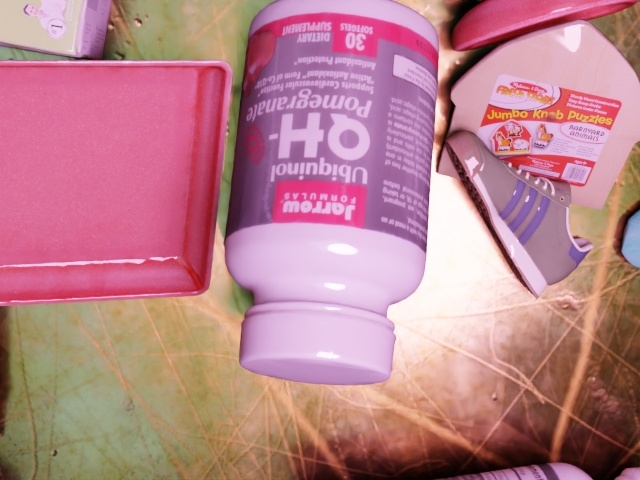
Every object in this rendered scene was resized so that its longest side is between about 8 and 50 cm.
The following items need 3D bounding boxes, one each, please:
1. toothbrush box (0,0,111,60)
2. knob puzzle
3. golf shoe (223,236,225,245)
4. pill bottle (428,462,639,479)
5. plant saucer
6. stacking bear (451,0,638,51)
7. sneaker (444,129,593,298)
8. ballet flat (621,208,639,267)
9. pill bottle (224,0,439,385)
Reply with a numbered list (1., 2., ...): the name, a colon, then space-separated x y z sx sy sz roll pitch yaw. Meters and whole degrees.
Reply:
1. toothbrush box: -0.329 -0.238 1.086 0.283 0.206 0.122 8 96 -4
2. knob puzzle: 0.217 -0.128 1.191 0.213 0.030 0.213 2 129 3
3. golf shoe: 0.000 0.000 1.216 0.186 0.067 0.086 9 72 -7
4. pill bottle: 0.169 0.325 1.188 0.363 0.210 0.210 -7 97 -3
5. plant saucer: -0.220 -0.058 1.131 0.258 0.047 0.259 -3 128 -16
6. stacking bear: 0.179 -0.338 1.140 0.175 0.164 0.289 -14 93 -3
7. sneaker: 0.197 -0.041 1.212 0.086 0.064 0.192 -32 112 0
8. ballet flat: 0.420 -0.021 1.224 0.247 0.087 0.083 -12 98 -2
9. pill bottle: 0.009 -0.041 1.099 0.176 0.176 0.318 6 74 -5
